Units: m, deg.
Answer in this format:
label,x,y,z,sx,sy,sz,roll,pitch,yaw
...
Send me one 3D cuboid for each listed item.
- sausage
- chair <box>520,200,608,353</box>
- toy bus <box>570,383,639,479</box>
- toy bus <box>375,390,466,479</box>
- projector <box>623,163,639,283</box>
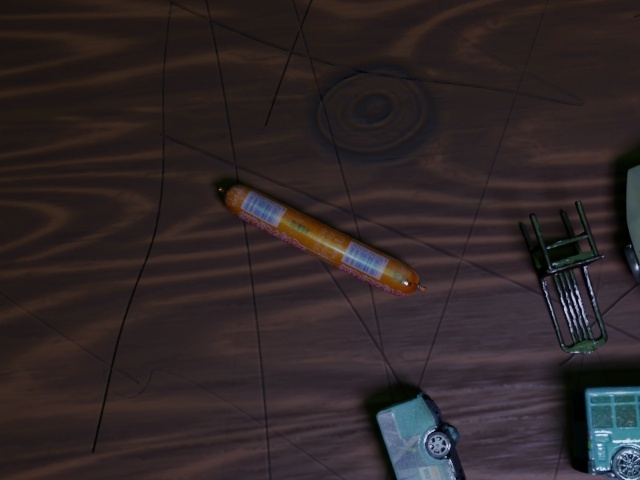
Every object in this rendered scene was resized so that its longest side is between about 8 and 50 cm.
label,x,y,z,sx,sy,sz,roll,pitch,yaw
sausage,0.000,0.000,1.421,0.347,0.053,0.053,26,83,6
chair,0.366,0.059,1.375,0.084,0.101,0.213,-16,80,0
toy bus,0.489,0.263,1.327,0.256,0.128,0.147,-3,80,3
toy bus,0.164,0.349,1.348,0.109,0.091,0.262,-20,80,10
projector,0.542,0.005,1.361,0.193,0.088,0.270,-21,70,20
